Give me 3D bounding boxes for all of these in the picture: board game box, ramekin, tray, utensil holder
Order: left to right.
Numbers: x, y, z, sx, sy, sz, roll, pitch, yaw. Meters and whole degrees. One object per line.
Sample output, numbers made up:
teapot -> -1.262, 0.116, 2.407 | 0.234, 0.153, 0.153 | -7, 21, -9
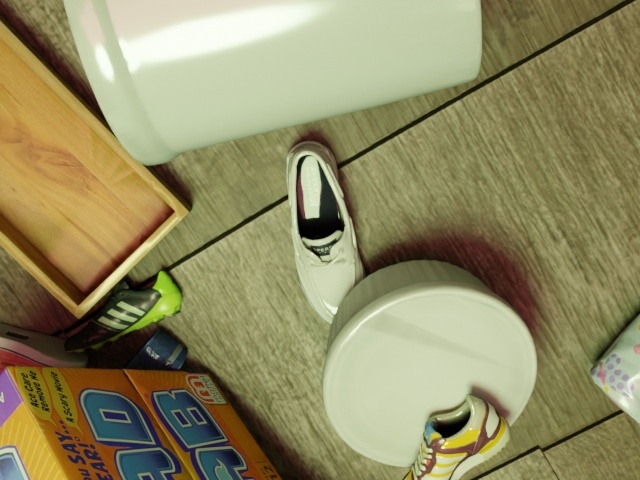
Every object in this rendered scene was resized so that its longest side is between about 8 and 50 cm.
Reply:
tray -> -0.385, -0.116, 1.085 | 0.203, 0.076, 0.411 | -44, 98, 1
board game box -> -0.257, 0.403, 0.997 | 0.356, 0.356, 0.356 | -48, 61, 14
utensil holder -> -0.046, -0.283, 0.918 | 0.385, 0.327, 0.328 | -12, 102, 3
ramekin -> 0.131, 0.148, 1.077 | 0.272, 0.127, 0.273 | -2, 117, -5

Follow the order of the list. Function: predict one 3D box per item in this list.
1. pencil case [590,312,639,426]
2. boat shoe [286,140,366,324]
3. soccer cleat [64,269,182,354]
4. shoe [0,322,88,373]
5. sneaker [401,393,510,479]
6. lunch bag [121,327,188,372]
pencil case -> 0.478, 0.117, 1.084 | 0.124, 0.113, 0.273 | 34, 103, -25
boat shoe -> 0.000, 0.000, 1.097 | 0.095, 0.084, 0.258 | -15, 102, 7
soccer cleat -> -0.278, 0.100, 1.157 | 0.178, 0.060, 0.072 | -25, 91, 2
shoe -> -0.417, 0.175, 1.179 | 0.177, 0.063, 0.081 | 16, 105, 5
sneaker -> 0.142, 0.263, 1.029 | 0.185, 0.069, 0.084 | -46, 115, 7
lunch bag -> -0.233, 0.180, 1.163 | 0.065, 0.067, 0.098 | 41, 103, -6
